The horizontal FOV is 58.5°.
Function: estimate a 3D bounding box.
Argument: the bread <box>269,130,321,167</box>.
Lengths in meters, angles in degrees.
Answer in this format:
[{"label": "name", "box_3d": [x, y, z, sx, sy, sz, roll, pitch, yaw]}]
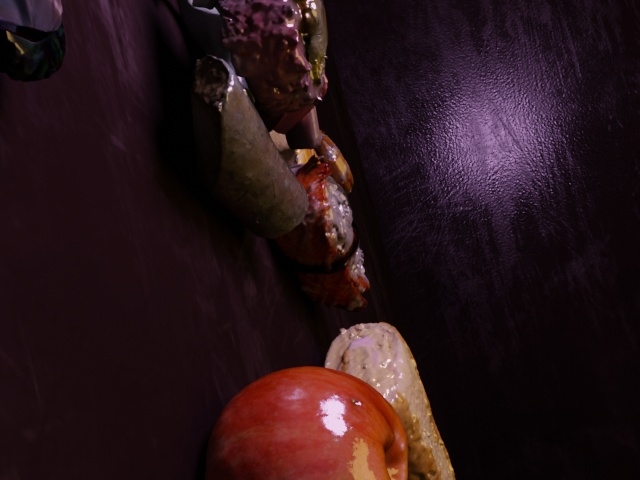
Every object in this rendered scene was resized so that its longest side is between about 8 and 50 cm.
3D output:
[{"label": "bread", "box_3d": [-0.036, -0.125, 1.067, 0.188, 0.068, 0.125, 60, 18, -53]}]

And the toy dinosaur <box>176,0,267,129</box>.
[{"label": "toy dinosaur", "box_3d": [-0.138, -0.295, 0.740, 0.205, 0.092, 0.392, 33, 40, -72]}]

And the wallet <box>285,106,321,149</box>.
[{"label": "wallet", "box_3d": [-0.037, -0.221, 0.913, 0.118, 0.039, 0.152, 23, -52, 63]}]

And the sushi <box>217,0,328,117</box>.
[{"label": "sushi", "box_3d": [-0.048, -0.263, 0.666, 0.161, 0.108, 0.241, 64, 19, -74]}]

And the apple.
[{"label": "apple", "box_3d": [-0.003, 0.216, 0.522, 0.209, 0.164, 0.209, -14, 90, -77]}]

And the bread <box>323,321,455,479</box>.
[{"label": "bread", "box_3d": [0.117, 0.339, 0.947, 0.236, 0.165, 0.375, -88, 158, -64]}]

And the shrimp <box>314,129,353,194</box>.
[{"label": "shrimp", "box_3d": [0.000, -0.192, 1.233, 0.152, 0.063, 0.287, 58, -1, -33]}]

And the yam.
[{"label": "yam", "box_3d": [-0.092, -0.091, 0.660, 0.259, 0.106, 0.106, 55, 23, -59]}]

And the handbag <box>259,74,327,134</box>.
[{"label": "handbag", "box_3d": [-0.071, -0.248, 0.847, 0.212, 0.059, 0.157, -17, -90, 68]}]

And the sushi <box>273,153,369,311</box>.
[{"label": "sushi", "box_3d": [0.000, 0.000, 0.939, 0.332, 0.124, 0.129, 64, 26, -49]}]

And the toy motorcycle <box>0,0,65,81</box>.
[{"label": "toy motorcycle", "box_3d": [-0.194, -0.142, 0.269, 0.213, 0.082, 0.122, -60, 135, -76]}]
